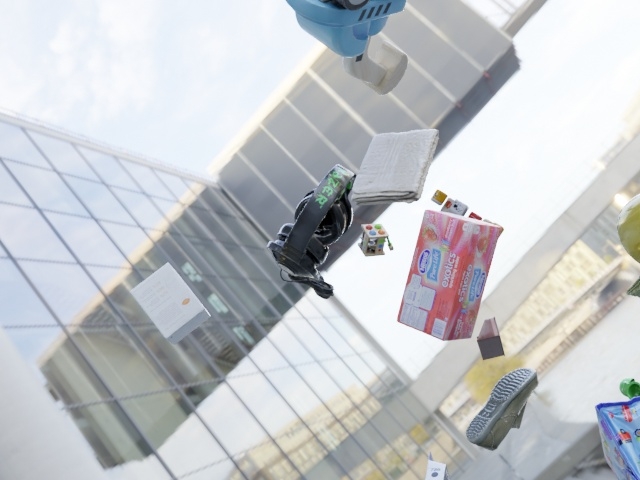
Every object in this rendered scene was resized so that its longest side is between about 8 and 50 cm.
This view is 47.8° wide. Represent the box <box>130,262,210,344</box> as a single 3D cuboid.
[{"bbox_3d":[-0.402,0.171,1.939,0.130,0.170,0.091,-38,-16,-10],"label":"box"}]

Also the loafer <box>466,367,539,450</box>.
[{"bbox_3d":[0.478,0.435,1.855,0.251,0.087,0.094,-48,16,-6],"label":"loafer"}]

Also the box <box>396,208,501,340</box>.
[{"bbox_3d":[0.319,0.086,1.806,0.142,0.154,0.299,5,-79,-50],"label":"box"}]

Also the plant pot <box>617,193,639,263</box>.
[{"bbox_3d":[0.523,-0.031,1.065,0.134,0.134,0.095,-38,-18,-16],"label":"plant pot"}]

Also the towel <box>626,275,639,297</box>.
[{"bbox_3d":[0.734,0.095,1.518,0.110,0.148,0.027,117,163,-47],"label":"towel"}]

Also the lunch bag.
[{"bbox_3d":[0.658,0.482,1.403,0.138,0.293,0.221,-17,-49,11],"label":"lunch bag"}]

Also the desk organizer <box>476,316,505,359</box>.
[{"bbox_3d":[0.368,0.216,1.578,0.050,0.047,0.130,-15,-32,11],"label":"desk organizer"}]

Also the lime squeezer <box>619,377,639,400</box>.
[{"bbox_3d":[0.898,0.430,2.017,0.058,0.110,0.310,-60,-12,4],"label":"lime squeezer"}]

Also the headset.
[{"bbox_3d":[0.000,0.000,1.664,0.243,0.185,0.394,-54,-5,-35],"label":"headset"}]

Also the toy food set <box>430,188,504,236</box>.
[{"bbox_3d":[0.412,-0.046,2.103,0.104,0.232,0.111,-58,-20,4],"label":"toy food set"}]

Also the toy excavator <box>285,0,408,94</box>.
[{"bbox_3d":[0.082,-0.529,1.755,0.433,0.222,0.445,-27,-32,-37],"label":"toy excavator"}]

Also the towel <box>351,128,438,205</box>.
[{"bbox_3d":[0.197,-0.192,1.882,0.049,0.187,0.282,66,-145,-38],"label":"towel"}]

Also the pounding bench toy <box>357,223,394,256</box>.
[{"bbox_3d":[0.139,-0.005,1.699,0.083,0.052,0.065,-4,-53,-20],"label":"pounding bench toy"}]

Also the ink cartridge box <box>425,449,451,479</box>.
[{"bbox_3d":[0.341,0.771,2.066,0.065,0.165,0.332,-12,23,20],"label":"ink cartridge box"}]
